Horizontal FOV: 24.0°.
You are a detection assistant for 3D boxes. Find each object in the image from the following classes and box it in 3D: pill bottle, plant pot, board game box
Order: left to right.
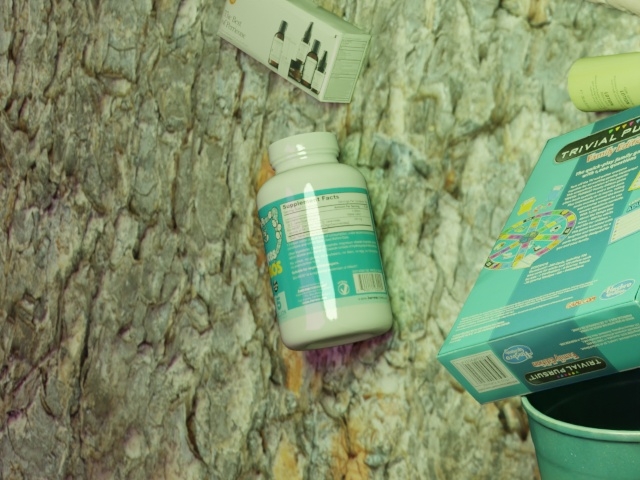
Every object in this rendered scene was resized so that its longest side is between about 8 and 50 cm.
[{"bbox_3d":[0.000,0.000,1.921,0.146,0.146,0.264,-22,75,45],"label":"pill bottle"},{"bbox_3d":[0.287,-0.004,1.502,0.079,0.336,0.253,47,141,-19],"label":"board game box"},{"bbox_3d":[0.347,0.257,1.488,0.271,0.271,0.255,5,109,47],"label":"plant pot"}]

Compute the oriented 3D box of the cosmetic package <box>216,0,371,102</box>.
[{"bbox_3d":[-0.040,-0.276,2.020,0.239,0.060,0.099,36,115,40],"label":"cosmetic package"}]

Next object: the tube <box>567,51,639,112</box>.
[{"bbox_3d":[0.370,-0.171,1.578,0.240,0.070,0.062,1,86,46],"label":"tube"}]

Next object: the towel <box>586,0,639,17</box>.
[{"bbox_3d":[0.364,-0.393,1.592,0.332,0.053,0.317,30,113,43],"label":"towel"}]
